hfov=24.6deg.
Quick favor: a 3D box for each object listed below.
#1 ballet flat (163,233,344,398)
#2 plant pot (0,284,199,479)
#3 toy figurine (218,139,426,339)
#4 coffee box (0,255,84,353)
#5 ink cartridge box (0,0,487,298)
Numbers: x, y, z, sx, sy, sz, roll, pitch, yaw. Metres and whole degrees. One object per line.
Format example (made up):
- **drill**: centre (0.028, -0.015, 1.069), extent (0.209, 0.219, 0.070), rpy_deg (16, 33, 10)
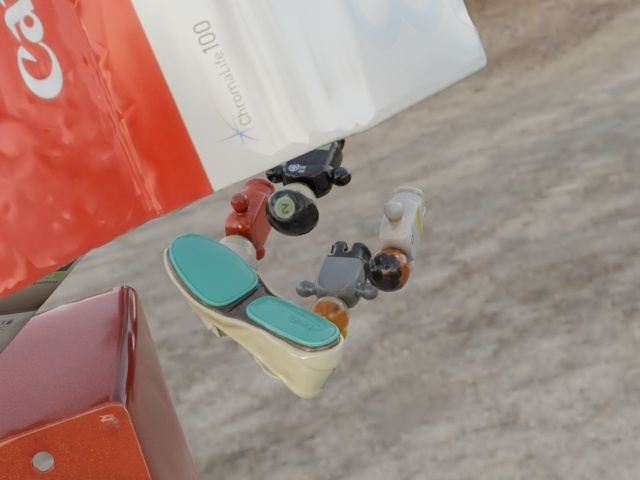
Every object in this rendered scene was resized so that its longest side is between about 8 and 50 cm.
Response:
- **ballet flat**: centre (-0.075, 0.081, 1.495), extent (0.086, 0.086, 0.248), rpy_deg (-24, 43, -34)
- **plant pot**: centre (-0.267, 0.232, 1.482), extent (0.267, 0.267, 0.236), rpy_deg (-18, 15, -7)
- **toy figurine**: centre (0.000, 0.000, 1.668), extent (0.213, 0.209, 0.148), rpy_deg (-37, 23, 44)
- **coffee box**: centre (-0.284, -0.007, 1.065), extent (0.119, 0.168, 0.297), rpy_deg (-2, -31, -41)
- **ink cartridge box**: centre (-0.085, -0.181, 0.837), extent (0.091, 0.308, 0.385), rpy_deg (-15, 11, 41)
